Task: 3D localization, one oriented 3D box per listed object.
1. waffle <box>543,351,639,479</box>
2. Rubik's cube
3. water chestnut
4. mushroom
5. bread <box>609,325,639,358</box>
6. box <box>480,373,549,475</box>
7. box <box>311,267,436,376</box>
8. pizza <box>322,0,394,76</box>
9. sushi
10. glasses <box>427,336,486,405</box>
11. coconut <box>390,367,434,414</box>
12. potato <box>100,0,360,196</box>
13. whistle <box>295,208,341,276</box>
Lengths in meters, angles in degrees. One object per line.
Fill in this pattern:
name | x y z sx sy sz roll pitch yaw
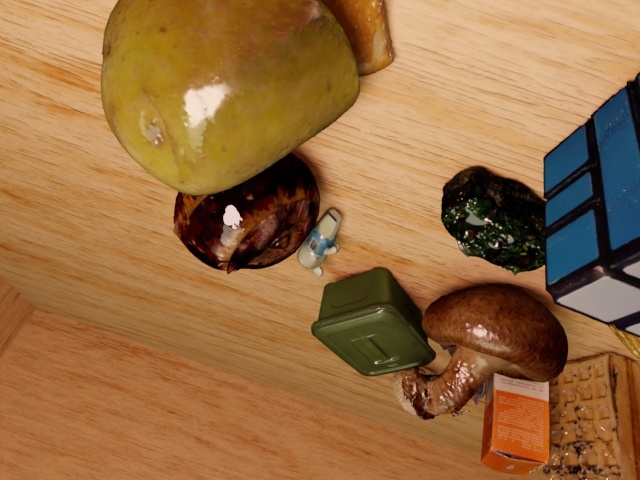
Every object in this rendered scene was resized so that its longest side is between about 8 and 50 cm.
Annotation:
waffle | 0.738 0.516 1.161 0.114 0.376 0.261 26 149 -12
Rubik's cube | 0.492 -0.042 0.526 0.294 0.288 0.283 19 147 -4
water chestnut | -0.154 -0.084 0.833 0.300 0.299 0.300 13 148 9
mushroom | 0.381 0.268 1.008 0.334 0.356 0.331 6 137 50
bread | 0.645 0.109 0.736 0.142 0.227 0.253 51 145 -10
box | 0.557 0.471 1.215 0.144 0.341 0.224 8 147 18
box | 0.152 0.235 1.192 0.253 0.177 0.328 -21 131 24
pizza | 0.009 -0.333 0.558 0.181 0.034 0.262 9 150 15
sushi | 0.325 -0.032 0.772 0.225 0.127 0.124 29 147 -13
glasses | 0.379 0.414 1.365 0.268 0.118 0.234 -31 92 48
coconut | 0.368 0.572 1.620 0.195 0.194 0.194 13 148 9
potato | -0.137 -0.196 0.555 0.330 0.280 0.213 40 173 -23
whistle | 0.000 0.000 1.042 0.114 0.077 0.235 48 144 14
